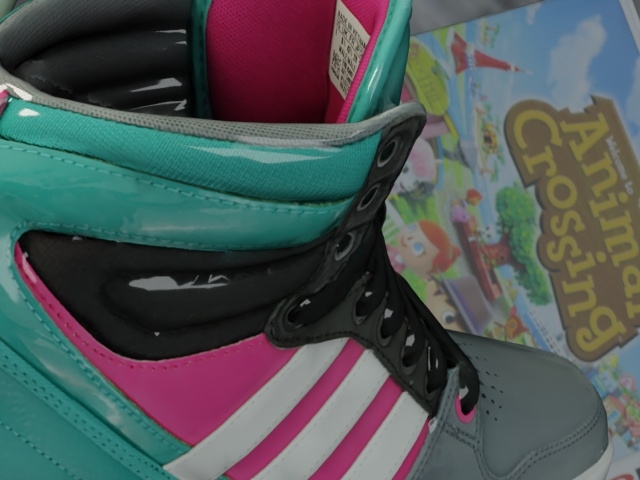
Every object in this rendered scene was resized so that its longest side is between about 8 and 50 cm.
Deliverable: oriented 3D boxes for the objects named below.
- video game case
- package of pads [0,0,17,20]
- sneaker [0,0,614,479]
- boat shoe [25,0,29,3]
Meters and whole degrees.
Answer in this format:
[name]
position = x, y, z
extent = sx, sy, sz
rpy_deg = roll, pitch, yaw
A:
[video game case]
position = 0.075, 0.019, 0.679
extent = 0.193, 0.023, 0.212
rpy_deg = -17, 85, -26
[package of pads]
position = -0.237, -0.097, 0.499
extent = 0.297, 0.101, 0.229
rpy_deg = 23, 84, -22
[sneaker]
position = 0.000, 0.000, 0.518
extent = 0.296, 0.124, 0.178
rpy_deg = 6, 116, -40
[boat shoe]
position = -0.034, -0.099, 0.602
extent = 0.113, 0.103, 0.302
rpy_deg = 28, 63, 7
